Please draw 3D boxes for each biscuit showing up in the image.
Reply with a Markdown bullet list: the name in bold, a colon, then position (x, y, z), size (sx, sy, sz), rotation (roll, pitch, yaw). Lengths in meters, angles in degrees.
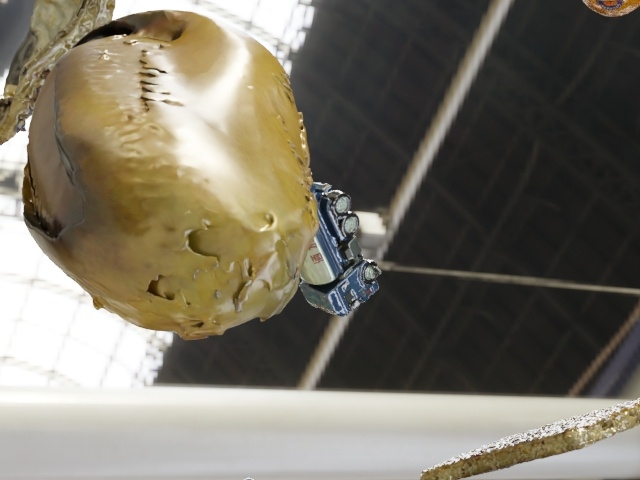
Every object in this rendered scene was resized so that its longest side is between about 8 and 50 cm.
- **biscuit**: position (0.201, 0.186, 1.277), size (0.231, 0.131, 0.025), rotation (-29, -102, 51)

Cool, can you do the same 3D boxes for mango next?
- **mango**: position (-0.073, -0.036, 0.727), size (0.156, 0.151, 0.248), rotation (-39, -151, 1)

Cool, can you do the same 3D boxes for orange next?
- **orange**: position (0.286, -0.261, 1.356), size (0.083, 0.084, 0.083), rotation (-14, -107, 58)

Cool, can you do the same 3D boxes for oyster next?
- **oyster**: position (-0.273, -0.254, 1.497), size (0.129, 0.079, 0.345), rotation (13, -101, 48)

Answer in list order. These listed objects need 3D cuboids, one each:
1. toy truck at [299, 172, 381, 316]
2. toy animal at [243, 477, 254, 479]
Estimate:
- **toy truck**: position (0.000, 0.000, 1.639), size (0.074, 0.088, 0.201), rotation (18, -37, 44)
- **toy animal**: position (-0.146, 0.369, 1.222), size (0.251, 0.310, 0.251), rotation (34, -48, 48)
